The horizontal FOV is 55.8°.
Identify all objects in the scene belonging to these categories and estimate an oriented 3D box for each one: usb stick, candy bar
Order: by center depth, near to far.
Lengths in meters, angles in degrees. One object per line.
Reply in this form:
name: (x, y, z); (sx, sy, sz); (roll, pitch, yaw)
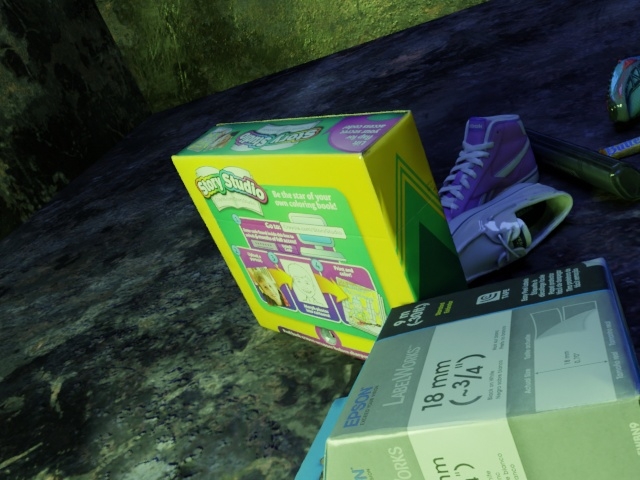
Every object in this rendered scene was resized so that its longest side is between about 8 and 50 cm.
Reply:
usb stick: (0.412, -0.132, 0.988); (0.045, 0.077, 0.278); (-56, 25, 10)
candy bar: (0.543, -0.164, 1.003); (0.161, 0.018, 0.040); (-17, 27, 10)

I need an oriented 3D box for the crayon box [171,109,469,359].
crayon box: (0.000, 0.000, 0.796); (0.362, 0.313, 0.106); (8, 40, 46)

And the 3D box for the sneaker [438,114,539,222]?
sneaker: (0.236, -0.110, 0.988); (0.282, 0.161, 0.102); (-38, 31, -25)

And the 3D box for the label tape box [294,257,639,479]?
label tape box: (0.107, 0.143, 0.545); (0.333, 0.106, 0.240); (-17, 13, 24)

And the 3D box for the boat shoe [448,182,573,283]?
boat shoe: (0.257, -0.010, 0.857); (0.258, 0.095, 0.084); (-37, 25, -24)

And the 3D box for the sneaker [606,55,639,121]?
sneaker: (0.621, -0.295, 1.088); (0.261, 0.104, 0.125); (-35, 31, -23)
